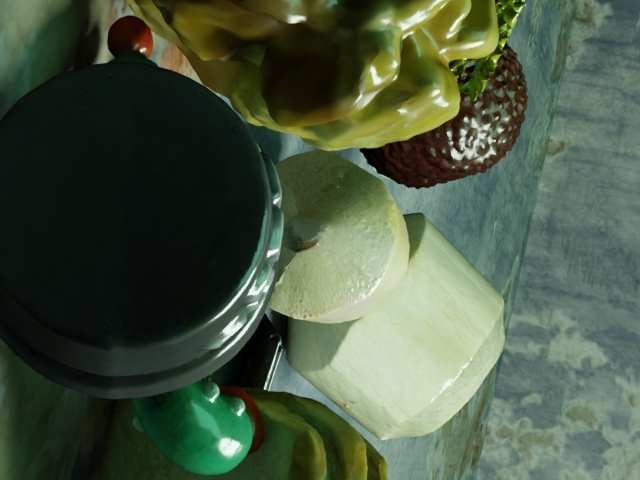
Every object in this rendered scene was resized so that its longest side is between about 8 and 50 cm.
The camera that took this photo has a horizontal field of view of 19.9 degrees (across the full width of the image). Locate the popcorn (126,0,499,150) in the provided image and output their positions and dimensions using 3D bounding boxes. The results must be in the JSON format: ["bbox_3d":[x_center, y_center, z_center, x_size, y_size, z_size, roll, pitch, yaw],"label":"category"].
[{"bbox_3d":[-0.004,-0.176,1.209,0.225,0.265,0.332,-52,177,-17],"label":"popcorn"}]

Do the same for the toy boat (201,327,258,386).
[{"bbox_3d":[-0.090,0.106,1.487,0.055,0.060,0.141,-38,145,-69],"label":"toy boat"}]

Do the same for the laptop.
[{"bbox_3d":[-0.064,0.122,1.518,0.180,0.016,0.129,-132,-120,-79],"label":"laptop"}]

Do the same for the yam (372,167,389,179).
[{"bbox_3d":[0.104,-0.150,1.996,0.068,0.068,0.169,80,25,-54],"label":"yam"}]

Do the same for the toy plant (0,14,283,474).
[{"bbox_3d":[-0.108,0.010,1.086,0.185,0.279,0.400,-35,178,-7],"label":"toy plant"}]

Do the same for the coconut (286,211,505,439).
[{"bbox_3d":[0.061,0.074,1.771,0.202,0.222,0.202,-44,-170,10],"label":"coconut"}]

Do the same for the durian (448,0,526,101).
[{"bbox_3d":[0.060,-0.191,1.523,0.237,0.176,0.200,-159,-104,-67],"label":"durian"}]

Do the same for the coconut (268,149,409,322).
[{"bbox_3d":[0.000,0.000,1.573,0.153,0.147,0.147,37,65,-75],"label":"coconut"}]

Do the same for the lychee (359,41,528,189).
[{"bbox_3d":[0.117,-0.144,1.835,0.194,0.194,0.194,11,90,-75],"label":"lychee"}]

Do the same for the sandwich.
[{"bbox_3d":[-0.081,0.242,1.278,0.100,0.254,0.288,21,81,-42],"label":"sandwich"}]
